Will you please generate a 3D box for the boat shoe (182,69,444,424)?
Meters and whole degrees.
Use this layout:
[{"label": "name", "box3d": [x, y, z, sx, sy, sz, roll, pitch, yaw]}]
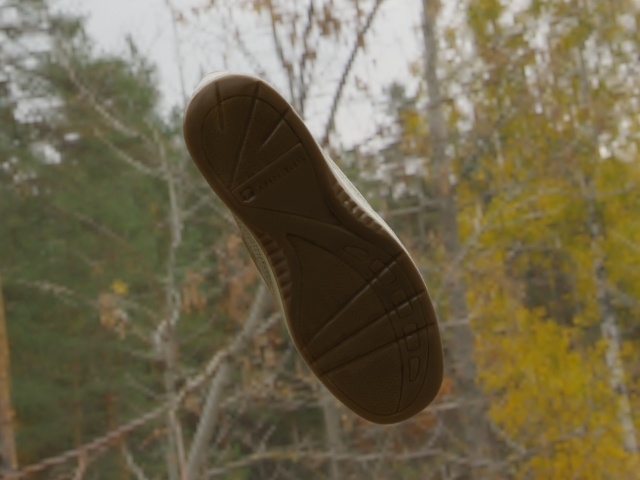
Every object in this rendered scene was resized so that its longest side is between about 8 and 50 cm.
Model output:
[{"label": "boat shoe", "box3d": [0.000, 0.000, 1.175, 0.122, 0.341, 0.110, -29, 15, 2]}]
